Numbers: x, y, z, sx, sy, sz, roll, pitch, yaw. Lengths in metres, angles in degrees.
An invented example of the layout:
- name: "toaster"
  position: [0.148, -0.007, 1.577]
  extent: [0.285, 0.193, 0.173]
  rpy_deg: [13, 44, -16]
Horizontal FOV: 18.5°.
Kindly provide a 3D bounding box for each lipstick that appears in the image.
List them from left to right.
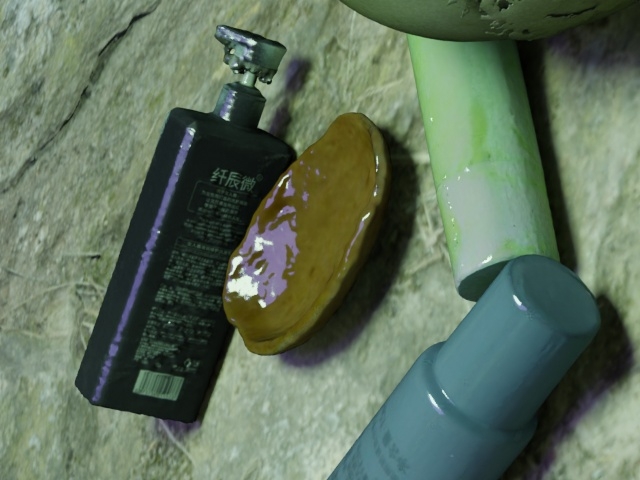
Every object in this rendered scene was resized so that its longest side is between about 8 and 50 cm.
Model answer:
- name: "lipstick"
  position: [0.100, -0.107, 1.315]
  extent: [0.076, 0.076, 0.304]
  rpy_deg: [-37, 52, 42]

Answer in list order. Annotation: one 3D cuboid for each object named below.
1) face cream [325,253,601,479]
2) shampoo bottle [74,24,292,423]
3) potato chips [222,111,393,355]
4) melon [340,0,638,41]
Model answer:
- name: "face cream"
  position: [0.054, 0.162, 1.288]
  extent: [0.385, 0.086, 0.135]
  rpy_deg: [-56, 37, 35]
- name: "shampoo bottle"
  position: [-0.095, -0.012, 1.533]
  extent: [0.071, 0.098, 0.309]
  rpy_deg: [38, 110, 57]
- name: "potato chips"
  position: [0.000, 0.000, 1.440]
  extent: [0.201, 0.049, 0.150]
  rpy_deg: [-62, 34, 23]
- name: "melon"
  position: [0.120, -0.250, 1.165]
  extent: [0.330, 0.268, 0.268]
  rpy_deg: [-11, 70, 37]
